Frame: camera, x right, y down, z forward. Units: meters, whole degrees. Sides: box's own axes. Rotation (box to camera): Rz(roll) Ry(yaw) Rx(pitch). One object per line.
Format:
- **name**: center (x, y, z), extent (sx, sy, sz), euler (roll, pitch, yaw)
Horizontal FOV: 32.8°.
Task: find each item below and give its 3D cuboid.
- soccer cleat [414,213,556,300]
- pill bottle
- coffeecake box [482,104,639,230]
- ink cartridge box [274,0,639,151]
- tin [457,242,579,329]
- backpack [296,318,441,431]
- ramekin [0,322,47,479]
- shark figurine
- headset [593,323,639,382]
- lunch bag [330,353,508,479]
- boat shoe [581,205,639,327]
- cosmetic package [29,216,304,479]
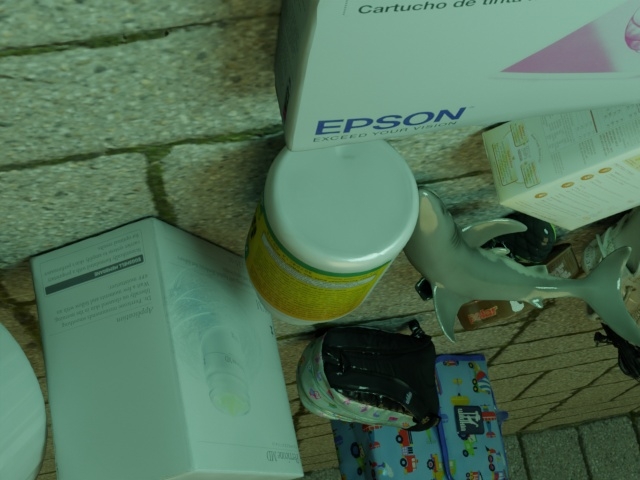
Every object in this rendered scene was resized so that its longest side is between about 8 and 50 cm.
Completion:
- **soccer cleat**: center (0.172, 0.024, 1.139), extent (0.072, 0.060, 0.179), euler (-34, -178, -41)
- **pill bottle**: center (0.000, 0.000, 0.888), extent (0.117, 0.117, 0.208), euler (-7, 162, -13)
- **coffeecake box**: center (0.249, -0.078, 0.879), extent (0.185, 0.068, 0.142), euler (-22, 159, 31)
- **ink cartridge box**: center (0.146, -0.157, 0.581), extent (0.324, 0.071, 0.330), euler (-8, 163, -8)
- **tin**: center (0.216, 0.049, 1.188), extent (0.106, 0.040, 0.190), euler (-27, 180, 38)
- **backpack**: center (0.061, 0.183, 1.453), extent (0.182, 0.152, 0.115), euler (12, 144, -26)
- **ramekin**: center (-0.366, 0.160, 0.906), extent (0.277, 0.277, 0.135), euler (-18, -169, 20)
- **shark figurine**: center (0.162, 0.048, 1.048), extent (0.278, 0.116, 0.166), euler (21, 154, -22)
- **headset**: center (0.483, 0.065, 1.424), extent (0.243, 0.185, 0.394), euler (-8, 147, -19)
- **lunch bag**: center (0.176, 0.304, 1.753), extent (0.293, 0.221, 0.138), euler (-1, 159, -29)
- **boat shoe**: center (0.333, 0.029, 1.184), extent (0.096, 0.098, 0.277), euler (5, 148, 10)
- **cosmetic package**: center (-0.136, 0.123, 1.007), extent (0.138, 0.224, 0.224), euler (-17, 162, 19)
